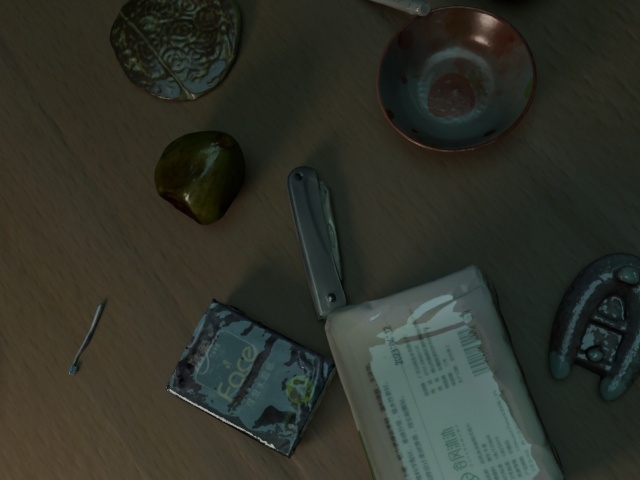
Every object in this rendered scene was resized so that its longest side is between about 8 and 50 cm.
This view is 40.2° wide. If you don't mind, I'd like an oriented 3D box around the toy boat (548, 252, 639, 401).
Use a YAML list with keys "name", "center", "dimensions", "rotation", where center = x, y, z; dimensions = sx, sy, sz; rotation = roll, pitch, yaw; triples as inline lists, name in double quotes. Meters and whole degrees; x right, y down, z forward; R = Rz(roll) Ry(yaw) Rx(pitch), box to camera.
- name: "toy boat"
  center: [0.445, 0.125, 1.349]
  dimensions: [0.155, 0.085, 0.227]
  rotation: [23, 82, 14]

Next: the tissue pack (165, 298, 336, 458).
- name: "tissue pack"
  center: [-0.109, 0.220, 1.416]
  dimensions: [0.235, 0.073, 0.173]
  rotation: [27, 81, 13]

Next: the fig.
- name: "fig"
  center: [-0.196, -0.117, 1.470]
  dimensions: [0.144, 0.154, 0.165]
  rotation: [30, 123, -23]

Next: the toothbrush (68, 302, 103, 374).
- name: "toothbrush"
  center: [-0.402, 0.169, 1.503]
  dimensions: [0.013, 0.011, 0.131]
  rotation: [17, 81, 25]

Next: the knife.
- name: "knife"
  center: [-0.003, 0.001, 1.467]
  dimensions: [0.073, 0.040, 0.265]
  rotation: [-10, 76, -5]

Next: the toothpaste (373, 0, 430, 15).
- name: "toothpaste"
  center: [0.123, -0.419, 1.509]
  dimensions: [0.048, 0.031, 0.190]
  rotation: [-48, 42, -3]

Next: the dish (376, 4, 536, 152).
- name: "dish"
  center: [0.226, -0.257, 1.469]
  dimensions: [0.260, 0.085, 0.260]
  rotation: [-2, 75, 8]

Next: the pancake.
- name: "pancake"
  center: [-0.259, -0.375, 1.593]
  dimensions: [0.250, 0.031, 0.250]
  rotation: [-2, 78, 9]

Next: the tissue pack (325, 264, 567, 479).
- name: "tissue pack"
  center: [0.183, 0.243, 1.306]
  dimensions: [0.266, 0.194, 0.356]
  rotation: [-19, 74, 4]
